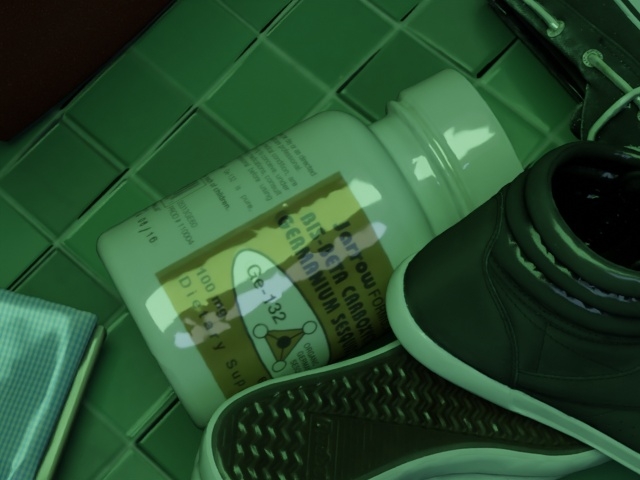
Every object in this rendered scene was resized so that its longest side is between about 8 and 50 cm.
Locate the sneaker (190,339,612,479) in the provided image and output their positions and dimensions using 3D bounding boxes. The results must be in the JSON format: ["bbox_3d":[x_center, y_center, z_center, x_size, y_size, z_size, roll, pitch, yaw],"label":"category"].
[{"bbox_3d":[0.059,0.106,0.910,0.290,0.123,0.106,-9,64,-21],"label":"sneaker"}]

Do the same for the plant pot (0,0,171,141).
[{"bbox_3d":[-0.230,-0.216,0.976,0.267,0.267,0.235,30,87,15],"label":"plant pot"}]

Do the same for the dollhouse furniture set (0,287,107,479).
[{"bbox_3d":[-0.258,0.038,0.905,0.303,0.198,0.286,17,72,11],"label":"dollhouse furniture set"}]

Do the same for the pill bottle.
[{"bbox_3d":[0.000,0.000,0.928,0.229,0.131,0.131,-30,70,-5],"label":"pill bottle"}]

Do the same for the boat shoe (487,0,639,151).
[{"bbox_3d":[0.192,-0.070,0.947,0.105,0.113,0.306,-31,67,1],"label":"boat shoe"}]

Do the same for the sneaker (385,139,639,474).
[{"bbox_3d":[0.195,0.047,0.837,0.296,0.147,0.104,21,52,-15],"label":"sneaker"}]
